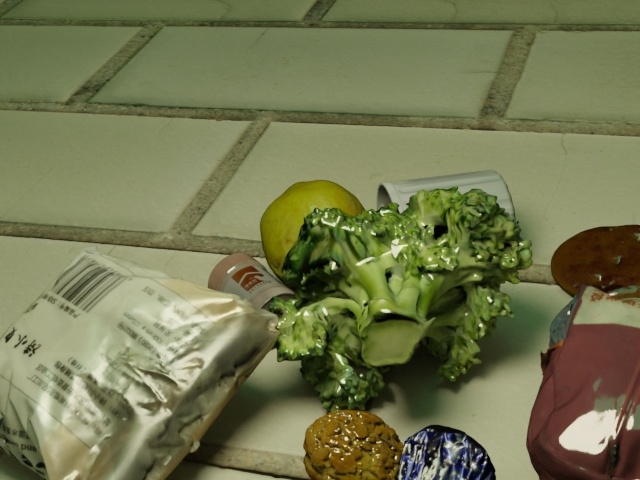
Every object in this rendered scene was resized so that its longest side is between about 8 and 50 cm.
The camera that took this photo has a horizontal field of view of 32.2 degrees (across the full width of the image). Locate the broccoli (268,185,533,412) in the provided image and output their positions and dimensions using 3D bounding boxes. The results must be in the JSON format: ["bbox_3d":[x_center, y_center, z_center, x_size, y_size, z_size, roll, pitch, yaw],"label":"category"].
[{"bbox_3d":[0.102,0.082,1.586,0.338,0.277,0.317,7,29,34],"label":"broccoli"}]

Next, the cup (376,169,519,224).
[{"bbox_3d":[0.211,-0.004,1.828,0.202,0.221,0.167,-10,-1,-8],"label":"cup"}]

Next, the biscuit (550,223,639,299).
[{"bbox_3d":[0.475,0.035,1.778,0.212,0.036,0.212,-7,32,4],"label":"biscuit"}]

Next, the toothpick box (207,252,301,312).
[{"bbox_3d":[-0.103,0.094,1.769,0.098,0.098,0.149,-25,37,-24],"label":"toothpick box"}]

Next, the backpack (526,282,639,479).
[{"bbox_3d":[0.397,0.218,1.374,0.283,0.197,0.317,11,42,26],"label":"backpack"}]

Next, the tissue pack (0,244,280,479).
[{"bbox_3d":[-0.296,0.186,1.560,0.375,0.195,0.390,22,59,41],"label":"tissue pack"}]

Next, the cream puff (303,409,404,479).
[{"bbox_3d":[0.047,0.273,1.421,0.144,0.103,0.126,25,14,5],"label":"cream puff"}]

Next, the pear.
[{"bbox_3d":[0.000,0.000,1.811,0.200,0.200,0.200,-6,33,4],"label":"pear"}]

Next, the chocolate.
[{"bbox_3d":[0.087,0.371,1.273,0.126,0.148,0.343,-19,23,50],"label":"chocolate"}]
